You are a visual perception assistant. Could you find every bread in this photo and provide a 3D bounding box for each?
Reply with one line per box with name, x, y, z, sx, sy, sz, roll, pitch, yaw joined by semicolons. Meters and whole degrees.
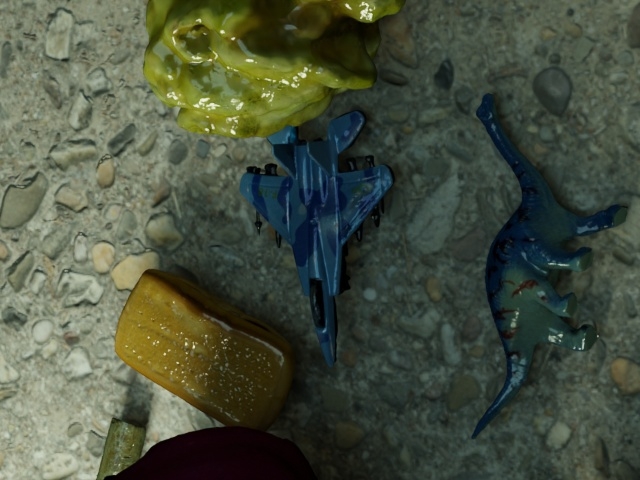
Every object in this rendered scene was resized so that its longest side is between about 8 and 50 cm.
bread;-0.112;0.110;2.012;0.200;0.077;0.116;29;109;19

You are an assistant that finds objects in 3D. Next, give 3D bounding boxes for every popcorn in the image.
popcorn;-0.052;-0.213;1.859;0.242;0.235;0.250;-108;35;-49

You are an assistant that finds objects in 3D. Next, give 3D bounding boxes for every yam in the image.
yam;-0.211;0.229;2.103;0.043;0.043;0.094;22;106;23

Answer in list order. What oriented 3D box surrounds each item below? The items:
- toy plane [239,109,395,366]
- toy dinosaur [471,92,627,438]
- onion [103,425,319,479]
toy plane;0.004;-0.001;1.936;0.169;0.078;0.246;-3;103;28
toy dinosaur;0.203;0.030;1.836;0.144;0.076;0.329;4;98;34
onion;-0.007;0.362;1.865;0.420;0.398;0.398;-8;95;7
